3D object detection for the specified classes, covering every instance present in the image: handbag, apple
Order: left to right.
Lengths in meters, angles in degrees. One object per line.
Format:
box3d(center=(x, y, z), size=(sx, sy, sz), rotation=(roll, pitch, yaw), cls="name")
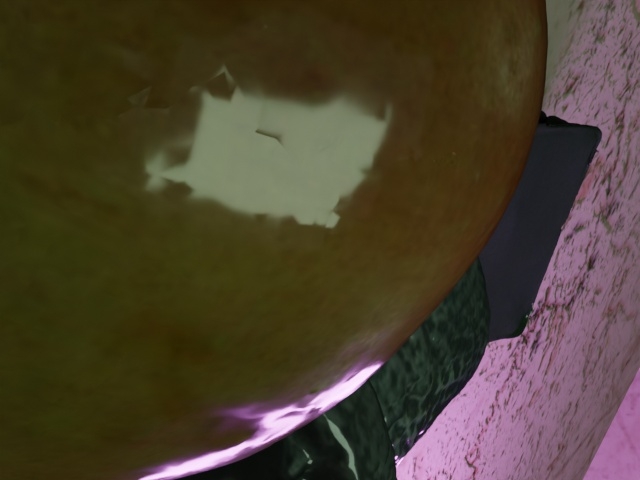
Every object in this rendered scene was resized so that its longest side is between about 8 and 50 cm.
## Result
box3d(center=(-0.110, -0.076, 0.458), size=(0.305, 0.338, 0.338), rotation=(8, 109, -42), cls="apple")
box3d(center=(0.164, -0.011, 1.298), size=(0.260, 0.079, 0.248), rotation=(-6, 119, -60), cls="handbag")

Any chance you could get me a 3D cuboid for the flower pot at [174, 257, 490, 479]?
box3d(center=(-0.051, 0.091, 0.735), size=(0.283, 0.299, 0.299), rotation=(-42, 148, -44), cls="flower pot")
